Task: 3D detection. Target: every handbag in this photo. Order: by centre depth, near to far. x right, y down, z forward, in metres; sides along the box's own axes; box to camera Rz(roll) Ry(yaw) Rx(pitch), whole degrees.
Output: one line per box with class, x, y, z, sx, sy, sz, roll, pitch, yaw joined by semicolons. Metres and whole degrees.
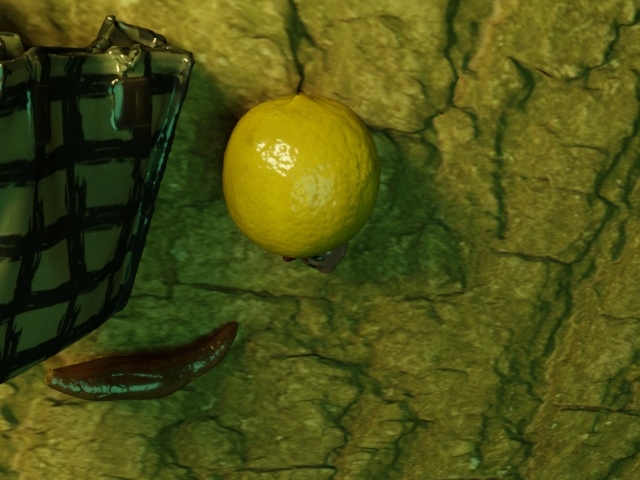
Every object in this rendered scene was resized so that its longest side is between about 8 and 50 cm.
handbag;-0.275;-0.038;0.798;0.163;0.325;0.327;28;111;11

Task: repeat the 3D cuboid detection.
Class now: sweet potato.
sweet potato;-0.224;0.169;1.114;0.255;0.058;0.078;-11;105;-20

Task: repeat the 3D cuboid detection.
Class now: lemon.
lemon;-0.021;-0.068;0.962;0.178;0.178;0.203;-10;124;-16

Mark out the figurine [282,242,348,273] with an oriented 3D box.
figurine;0.000;0.000;1.084;0.067;0.071;0.083;-44;153;-46
